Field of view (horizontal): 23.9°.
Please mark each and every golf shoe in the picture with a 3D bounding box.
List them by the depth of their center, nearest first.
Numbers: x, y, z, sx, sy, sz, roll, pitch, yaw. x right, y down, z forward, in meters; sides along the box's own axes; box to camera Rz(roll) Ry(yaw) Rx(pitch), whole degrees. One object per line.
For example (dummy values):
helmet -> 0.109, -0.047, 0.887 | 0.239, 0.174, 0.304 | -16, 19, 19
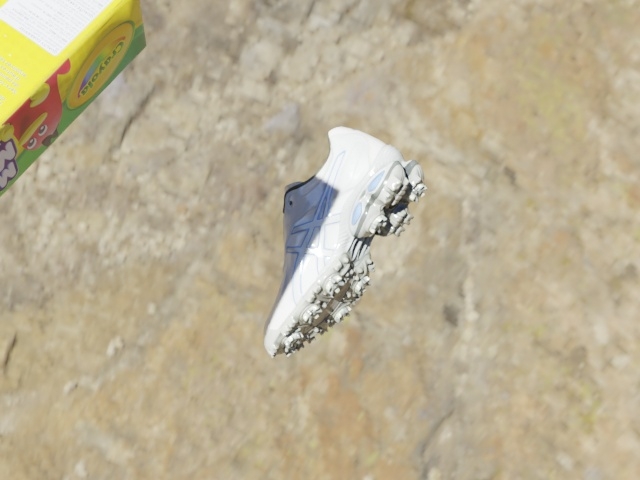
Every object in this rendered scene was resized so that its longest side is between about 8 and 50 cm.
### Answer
golf shoe -> 0.000, 0.000, 1.090 | 0.086, 0.176, 0.069 | 39, 14, 25

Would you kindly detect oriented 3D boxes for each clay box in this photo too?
clay box -> -0.197, -0.058, 0.674 | 0.127, 0.053, 0.222 | 34, 68, 16
